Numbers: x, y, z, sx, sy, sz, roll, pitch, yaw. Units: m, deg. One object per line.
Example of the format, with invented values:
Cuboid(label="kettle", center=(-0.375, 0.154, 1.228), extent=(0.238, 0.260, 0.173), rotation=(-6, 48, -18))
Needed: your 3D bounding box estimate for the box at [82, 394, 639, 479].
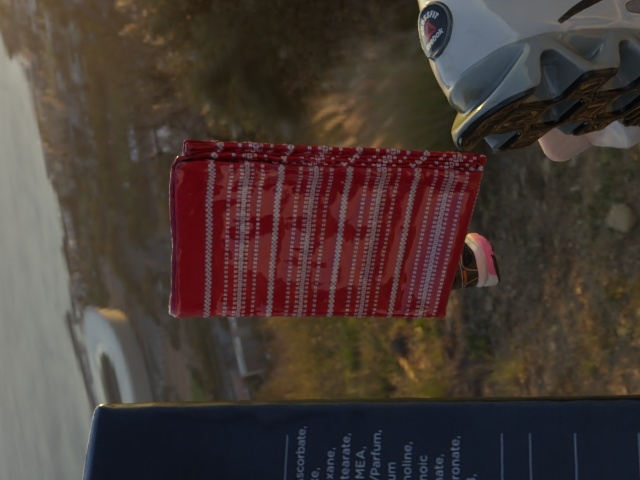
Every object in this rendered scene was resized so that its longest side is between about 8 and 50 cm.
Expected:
Cuboid(label="box", center=(0.084, 0.231, 0.663), extent=(0.293, 0.396, 0.211), rotation=(52, -143, -64))

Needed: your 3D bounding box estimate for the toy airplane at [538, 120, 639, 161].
Cuboid(label="toy airplane", center=(0.211, -0.266, 0.982), extent=(0.386, 0.272, 0.384), rotation=(37, 176, 32))

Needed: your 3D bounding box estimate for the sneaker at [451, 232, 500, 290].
Cuboid(label="sneaker", center=(0.115, 0.012, 1.131), extent=(0.178, 0.077, 0.071), rotation=(19, 122, 63))

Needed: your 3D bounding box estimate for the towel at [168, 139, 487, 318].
Cuboid(label="towel", center=(0.000, 0.000, 0.934), extent=(0.031, 0.275, 0.198), rotation=(-101, 16, -49))

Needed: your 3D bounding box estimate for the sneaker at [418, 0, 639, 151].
Cuboid(label="sneaker", center=(0.203, -0.152, 0.682), extent=(0.122, 0.331, 0.146), rotation=(-42, 62, 49))
